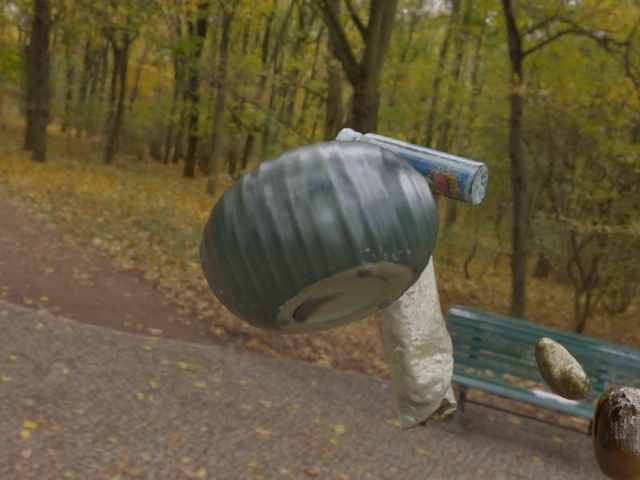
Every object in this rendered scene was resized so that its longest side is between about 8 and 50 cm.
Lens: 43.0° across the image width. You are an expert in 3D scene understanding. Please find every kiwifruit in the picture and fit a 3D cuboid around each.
[{"bbox_3d":[0.386,0.248,1.039,0.075,0.125,0.075,6,-8,1],"label":"kiwifruit"}]

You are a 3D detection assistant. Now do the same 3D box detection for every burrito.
[{"bbox_3d":[0.134,0.096,1.267,0.117,0.392,0.076,-12,-1,-18],"label":"burrito"}]

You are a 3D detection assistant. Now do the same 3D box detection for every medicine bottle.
[{"bbox_3d":[0.105,-0.091,0.972,0.191,0.051,0.051,20,9,31],"label":"medicine bottle"}]

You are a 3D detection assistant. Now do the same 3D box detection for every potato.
[{"bbox_3d":[0.277,0.152,0.944,0.045,0.046,0.092,29,19,-40],"label":"potato"}]

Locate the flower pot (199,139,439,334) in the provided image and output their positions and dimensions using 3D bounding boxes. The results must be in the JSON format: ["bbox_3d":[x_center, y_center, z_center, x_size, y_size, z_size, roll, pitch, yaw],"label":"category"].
[{"bbox_3d":[0.000,0.000,0.818,0.243,0.157,0.189,-22,-36,4],"label":"flower pot"}]
